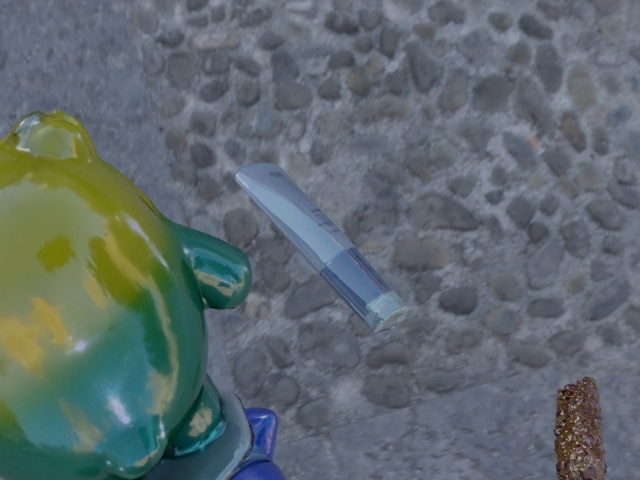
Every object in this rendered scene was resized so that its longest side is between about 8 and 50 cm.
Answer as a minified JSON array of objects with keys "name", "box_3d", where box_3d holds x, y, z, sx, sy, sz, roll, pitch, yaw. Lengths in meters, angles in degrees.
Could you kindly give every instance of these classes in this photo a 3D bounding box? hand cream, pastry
[{"name":"hand cream","box_3d":[0.000,0.000,1.220,0.255,0.048,0.079,47,29,23]},{"name":"pastry","box_3d":[0.317,0.240,1.336,0.063,0.087,0.169,-9,36,17]}]

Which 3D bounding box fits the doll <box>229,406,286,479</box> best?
[{"name":"doll","box_3d":[-0.178,0.319,1.350,0.366,0.187,0.376,7,42,-24]}]

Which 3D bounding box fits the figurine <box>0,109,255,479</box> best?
[{"name":"figurine","box_3d":[-0.202,0.075,0.834,0.324,0.231,0.340,-36,125,-14]}]
